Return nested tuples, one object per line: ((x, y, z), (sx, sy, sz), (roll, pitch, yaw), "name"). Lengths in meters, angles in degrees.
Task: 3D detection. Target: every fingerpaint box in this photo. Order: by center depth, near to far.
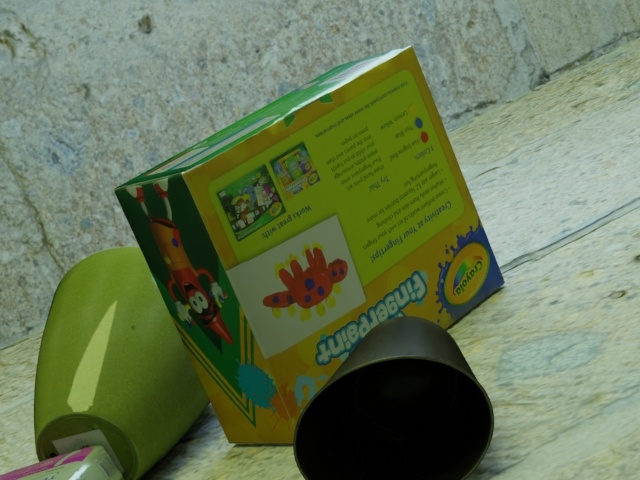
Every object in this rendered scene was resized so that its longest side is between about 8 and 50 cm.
((0.000, 0.000, 1.860), (0.163, 0.371, 0.445), (-9, 20, 48), "fingerpaint box")

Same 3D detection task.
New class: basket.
((0.087, 0.168, 1.491), (0.204, 0.154, 0.227), (-21, 8, 12), "basket")

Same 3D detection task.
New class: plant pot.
((-0.270, 0.198, 1.890), (0.275, 0.275, 0.293), (-20, 25, 19), "plant pot")

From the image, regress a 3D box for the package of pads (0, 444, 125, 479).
((-0.403, 0.365, 1.697), (0.296, 0.101, 0.229), (-21, 11, 19), "package of pads")
